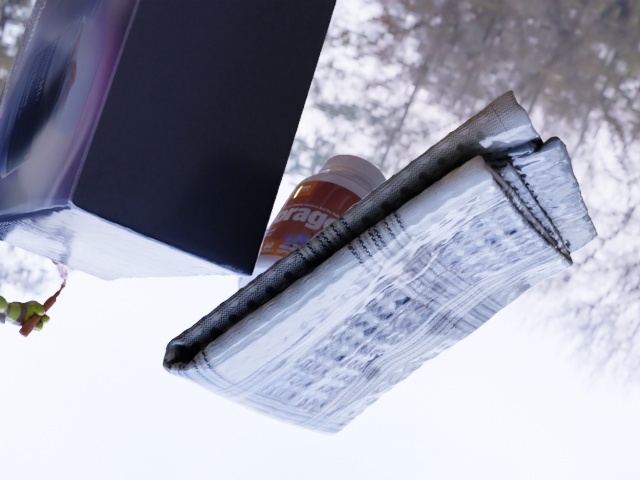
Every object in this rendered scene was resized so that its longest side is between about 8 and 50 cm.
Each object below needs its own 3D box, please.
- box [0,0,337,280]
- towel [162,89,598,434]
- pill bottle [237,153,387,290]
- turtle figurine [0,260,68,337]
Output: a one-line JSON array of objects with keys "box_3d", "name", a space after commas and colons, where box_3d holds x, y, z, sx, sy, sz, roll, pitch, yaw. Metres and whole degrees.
[{"box_3d": [-0.158, -0.130, 1.149, 0.183, 0.296, 0.294, 24, 165, -30], "name": "box"}, {"box_3d": [0.073, 0.043, 1.021, 0.056, 0.324, 0.312, 56, -172, 27], "name": "towel"}, {"box_3d": [0.000, 0.000, 1.494, 0.121, 0.121, 0.216, 25, -131, 8], "name": "pill bottle"}, {"box_3d": [-0.379, 0.081, 1.267, 0.087, 0.217, 0.269, 31, -176, 25], "name": "turtle figurine"}]
